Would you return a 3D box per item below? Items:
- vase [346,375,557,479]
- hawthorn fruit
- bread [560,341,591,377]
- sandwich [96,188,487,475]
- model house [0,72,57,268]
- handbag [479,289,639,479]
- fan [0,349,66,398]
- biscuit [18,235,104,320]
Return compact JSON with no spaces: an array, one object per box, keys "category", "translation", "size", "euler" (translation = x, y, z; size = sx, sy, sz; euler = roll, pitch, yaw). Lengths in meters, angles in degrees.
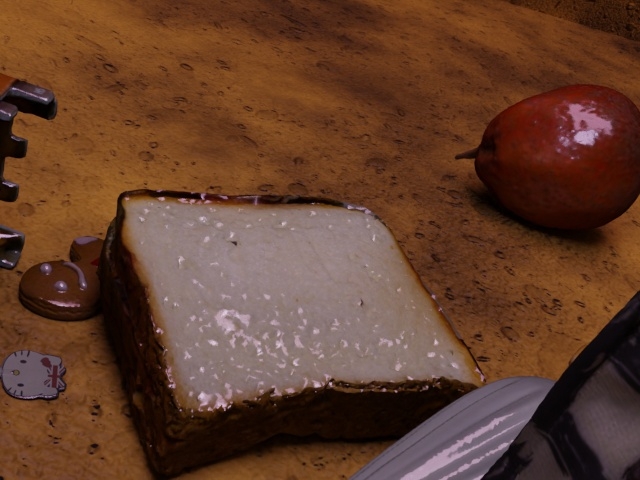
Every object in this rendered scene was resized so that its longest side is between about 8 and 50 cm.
[{"category":"vase","translation":[0.104,0.189,0.654],"size":[0.248,0.128,0.128],"euler":[-15,43,-32]},{"category":"hawthorn fruit","translation":[0.322,-0.114,1.227],"size":[0.262,0.210,0.210],"euler":[-1,28,10]},{"category":"bread","translation":[0.355,0.162,0.840],"size":[0.236,0.120,0.198],"euler":[6,30,-23]},{"category":"sandwich","translation":[-0.040,0.066,0.777],"size":[0.301,0.099,0.271],"euler":[0,39,-28]},{"category":"model house","translation":[-0.355,-0.049,0.700],"size":[0.215,0.198,0.224],"euler":[20,29,-10]},{"category":"handbag","translation":[0.182,0.234,0.415],"size":[0.162,0.327,0.325],"euler":[6,33,-30]},{"category":"fan","translation":[-0.248,0.107,0.698],"size":[0.083,0.004,0.056],"euler":[7,32,-20]},{"category":"biscuit","translation":[-0.188,0.033,0.834],"size":[0.205,0.031,0.138],"euler":[-10,41,-39]}]
